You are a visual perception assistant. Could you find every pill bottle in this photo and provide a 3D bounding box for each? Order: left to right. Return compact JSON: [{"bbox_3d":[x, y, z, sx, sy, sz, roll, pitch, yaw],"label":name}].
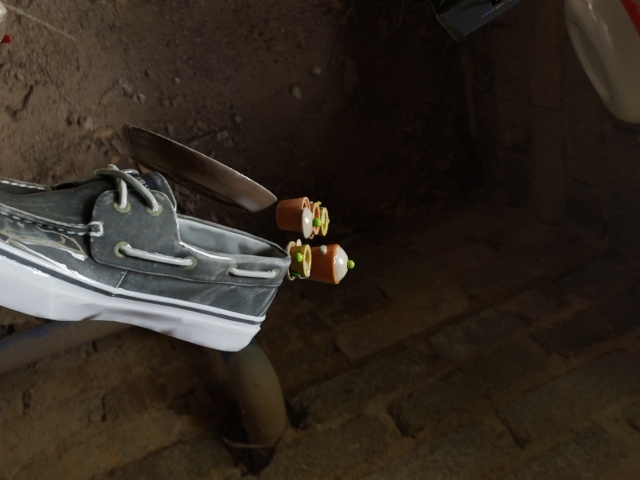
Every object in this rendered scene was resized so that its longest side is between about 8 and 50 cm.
[{"bbox_3d":[0.446,-0.273,0.644,0.323,0.181,0.181,-27,126,18],"label":"pill bottle"}]

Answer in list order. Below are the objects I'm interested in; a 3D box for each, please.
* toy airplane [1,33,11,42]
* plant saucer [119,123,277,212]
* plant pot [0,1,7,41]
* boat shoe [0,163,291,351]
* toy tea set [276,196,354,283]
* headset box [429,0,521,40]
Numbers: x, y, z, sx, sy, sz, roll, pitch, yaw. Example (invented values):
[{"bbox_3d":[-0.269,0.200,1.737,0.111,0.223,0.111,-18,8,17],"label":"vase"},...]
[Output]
[{"bbox_3d":[-0.451,-0.290,0.760,0.151,0.151,0.028,4,71,-28],"label":"toy airplane"},{"bbox_3d":[-0.230,-0.121,1.114,0.311,0.311,0.050,27,84,-33],"label":"plant saucer"},{"bbox_3d":[-0.271,-0.149,0.394,0.096,0.109,0.109,39,73,-25],"label":"plant pot"},{"bbox_3d":[-0.160,-0.005,0.479,0.335,0.121,0.119,24,99,-49],"label":"boat shoe"},{"bbox_3d":[0.000,0.000,1.362,0.124,0.336,0.199,1,87,13],"label":"toy tea set"},{"bbox_3d":[0.304,-0.568,1.164,0.246,0.282,0.131,-27,162,25],"label":"headset box"}]
